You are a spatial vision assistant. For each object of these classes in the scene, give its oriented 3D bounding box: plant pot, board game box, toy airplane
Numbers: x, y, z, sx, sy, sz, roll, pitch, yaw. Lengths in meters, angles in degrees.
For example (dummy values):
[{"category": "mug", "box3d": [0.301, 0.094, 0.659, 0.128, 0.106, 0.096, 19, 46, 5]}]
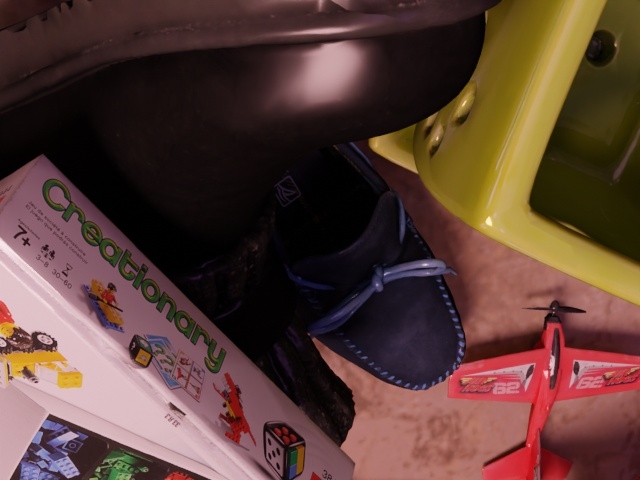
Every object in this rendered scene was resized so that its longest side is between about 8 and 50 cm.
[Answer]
[{"category": "plant pot", "box3d": [0.167, -0.089, 0.552, 0.228, 0.207, 0.227, 22, 95, -21]}, {"category": "board game box", "box3d": [-0.161, 0.099, 0.520, 0.305, 0.053, 0.193, -24, 119, 35]}, {"category": "toy airplane", "box3d": [0.150, 0.112, 0.751, 0.151, 0.028, 0.151, -4, 104, -17]}]

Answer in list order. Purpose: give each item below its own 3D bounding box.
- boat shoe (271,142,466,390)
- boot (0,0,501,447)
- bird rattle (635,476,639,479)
[{"category": "boat shoe", "box3d": [0.000, 0.000, 0.638, 0.109, 0.089, 0.258, -46, 112, -4]}, {"category": "boot", "box3d": [-0.037, 0.005, 0.515, 0.131, 0.348, 0.260, -32, 109, -40]}, {"category": "bird rattle", "box3d": [0.200, 0.280, 0.715, 0.143, 0.207, 0.253, 8, 119, -36]}]
